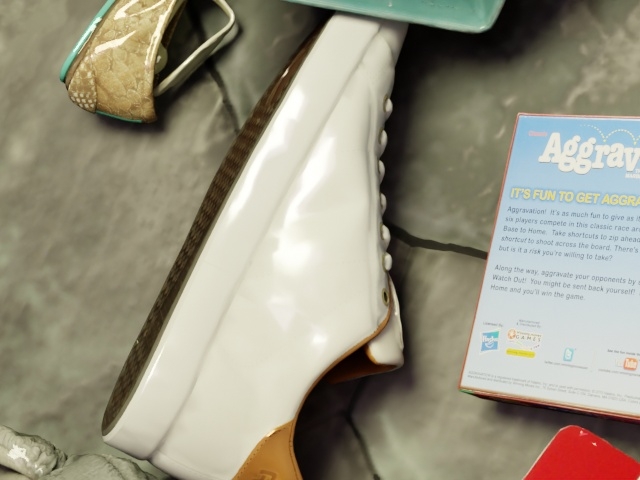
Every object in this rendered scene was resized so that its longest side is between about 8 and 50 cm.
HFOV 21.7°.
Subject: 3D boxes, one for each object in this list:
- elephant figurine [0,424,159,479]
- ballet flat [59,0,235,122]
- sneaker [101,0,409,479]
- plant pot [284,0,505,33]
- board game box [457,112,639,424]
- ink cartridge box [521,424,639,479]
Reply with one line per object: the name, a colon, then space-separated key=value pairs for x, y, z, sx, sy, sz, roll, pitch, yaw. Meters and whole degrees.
elephant figurine: x=-0.129 y=0.165 z=0.805 sx=0.186 sy=0.169 sz=0.239 roll=40 pitch=92 yaw=16
ballet flat: x=-0.069 y=-0.154 z=0.949 sx=0.067 sy=0.073 sz=0.206 roll=31 pitch=87 yaw=-1
sneaker: x=0.000 y=0.000 z=0.865 sx=0.123 sy=0.106 sz=0.290 roll=28 pitch=72 yaw=-10
plant pot: x=0.021 y=-0.253 z=0.858 sx=0.165 sy=0.165 sz=0.234 roll=8 pitch=44 yaw=-14
board game box: x=0.195 y=0.017 z=0.743 sx=0.281 sy=0.027 sz=0.145 roll=6 pitch=79 yaw=41
ink cartridge box: x=0.123 y=0.220 z=0.628 sx=0.272 sy=0.130 sz=0.309 roll=29 pitch=66 yaw=25
